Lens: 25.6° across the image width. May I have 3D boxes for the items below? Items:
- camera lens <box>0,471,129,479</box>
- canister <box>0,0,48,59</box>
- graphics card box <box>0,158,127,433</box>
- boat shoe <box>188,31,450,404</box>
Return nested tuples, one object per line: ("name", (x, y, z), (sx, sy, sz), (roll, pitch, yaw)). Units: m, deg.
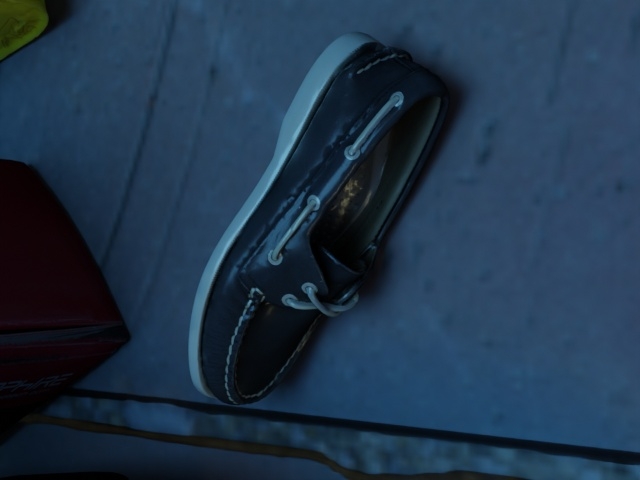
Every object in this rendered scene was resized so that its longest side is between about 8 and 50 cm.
("camera lens", (-0.107, 0.214, 0.405), (0.219, 0.219, 0.274), (-10, 87, 34))
("canister", (-0.177, -0.142, 0.527), (0.126, 0.073, 0.169), (-22, 78, 33))
("graphics card box", (-0.277, 0.097, 0.484), (0.371, 0.233, 0.094), (-37, 73, 23))
("boat shoe", (0.000, 0.000, 0.429), (0.038, 0.046, 0.125), (34, 102, 34))
